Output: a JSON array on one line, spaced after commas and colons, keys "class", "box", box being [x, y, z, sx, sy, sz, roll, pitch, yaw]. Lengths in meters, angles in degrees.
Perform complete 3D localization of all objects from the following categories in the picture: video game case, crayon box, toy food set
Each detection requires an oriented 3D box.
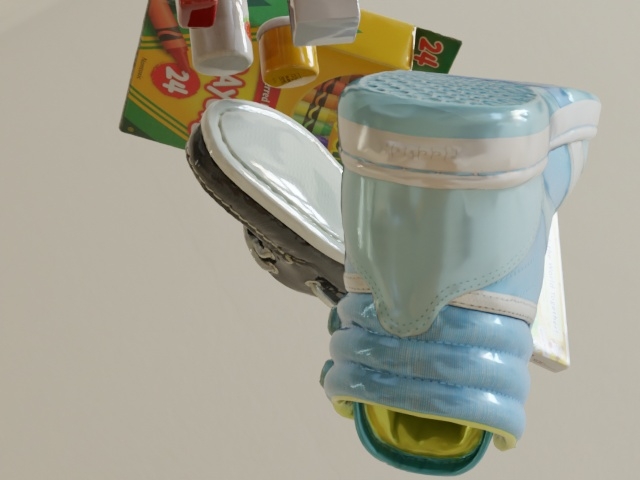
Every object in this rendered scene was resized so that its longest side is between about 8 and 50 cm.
[{"class": "video game case", "box": [0.183, 0.005, 1.467, 0.026, 0.206, 0.227, -27, -129, 39]}, {"class": "crayon box", "box": [-0.034, -0.162, 1.449, 0.318, 0.202, 0.081, 15, -131, -7]}, {"class": "toy food set", "box": [-0.036, -0.182, 0.852, 0.111, 0.232, 0.104, -6, -105, -6]}]

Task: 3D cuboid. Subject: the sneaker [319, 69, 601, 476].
[{"class": "sneaker", "box": [0.076, 0.012, 0.780, 0.127, 0.319, 0.208, 8, -80, 19]}]

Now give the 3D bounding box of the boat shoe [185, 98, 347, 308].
[{"class": "boat shoe", "box": [0.000, 0.000, 1.013, 0.091, 0.302, 0.114, -32, -134, 27]}]
